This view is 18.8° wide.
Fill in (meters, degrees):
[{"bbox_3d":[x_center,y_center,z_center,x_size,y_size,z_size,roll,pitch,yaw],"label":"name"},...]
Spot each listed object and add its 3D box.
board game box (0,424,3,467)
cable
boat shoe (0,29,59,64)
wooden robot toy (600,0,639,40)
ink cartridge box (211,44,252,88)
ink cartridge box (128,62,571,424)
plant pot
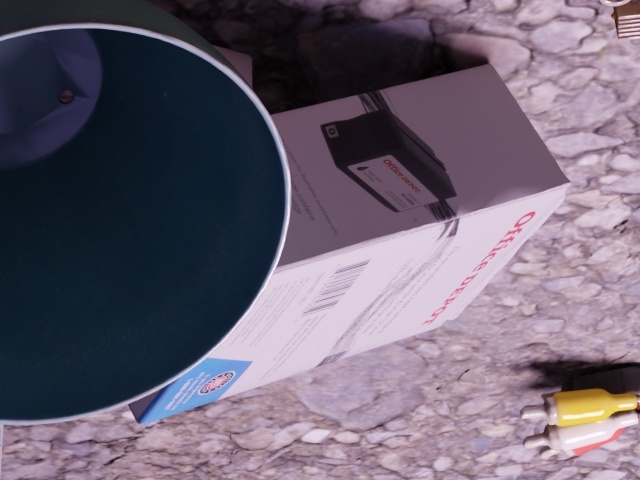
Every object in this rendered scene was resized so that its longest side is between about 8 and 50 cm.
[{"bbox_3d":[-0.379,0.133,1.581,0.224,0.303,0.097,-7,147,5],"label":"board game box"},{"bbox_3d":[0.339,0.159,1.878,0.287,0.072,0.139,-12,150,12],"label":"cable"},{"bbox_3d":[-0.341,-0.198,1.274,0.340,0.113,0.127,2,122,-20],"label":"boat shoe"},{"bbox_3d":[0.232,-0.190,1.353,0.076,0.079,0.173,4,145,-10],"label":"wooden robot toy"},{"bbox_3d":[-0.120,-0.076,1.481,0.090,0.092,0.143,14,142,-22],"label":"ink cartridge box"},{"bbox_3d":[0.000,0.000,1.463,0.307,0.129,0.223,-16,157,-36],"label":"ink cartridge box"},{"bbox_3d":[-0.185,-0.056,1.231,0.290,0.195,0.290,-11,128,-14],"label":"plant pot"}]
